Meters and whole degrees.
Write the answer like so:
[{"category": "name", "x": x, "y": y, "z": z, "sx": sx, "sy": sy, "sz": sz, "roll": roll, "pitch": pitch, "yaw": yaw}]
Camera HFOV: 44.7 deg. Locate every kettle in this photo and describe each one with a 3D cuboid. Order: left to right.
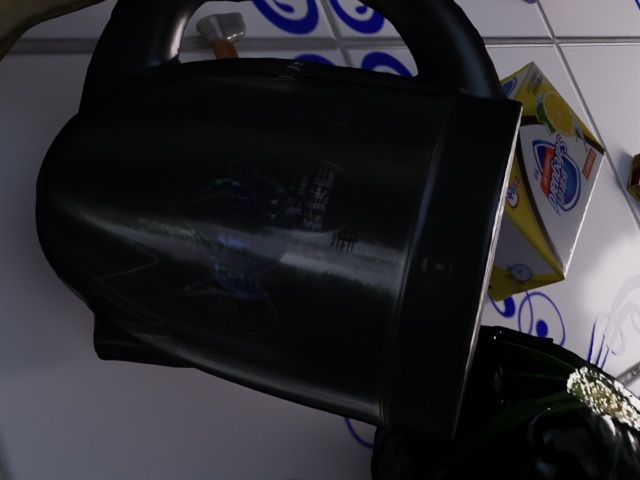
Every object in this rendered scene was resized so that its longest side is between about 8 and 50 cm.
[{"category": "kettle", "x": -0.037, "y": -0.050, "z": 0.538, "sx": 0.228, "sy": 0.324, "sz": 0.321, "roll": -24, "pitch": 124, "yaw": -74}]

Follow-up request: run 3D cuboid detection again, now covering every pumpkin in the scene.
[{"category": "pumpkin", "x": 0.169, "y": 0.228, "z": 0.670, "sx": 0.295, "sy": 0.296, "sz": 0.296, "roll": 18, "pitch": 59, "yaw": -33}]

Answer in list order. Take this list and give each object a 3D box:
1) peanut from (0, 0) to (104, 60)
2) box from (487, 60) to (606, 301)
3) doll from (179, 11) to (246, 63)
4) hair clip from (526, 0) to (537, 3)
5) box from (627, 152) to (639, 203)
[{"category": "peanut", "x": -0.206, "y": -0.194, "z": 0.503, "sx": 0.120, "sy": 0.298, "sz": 0.136, "roll": 61, "pitch": 5, "yaw": 7}, {"category": "box", "x": 0.237, "y": -0.077, "z": 0.943, "sx": 0.168, "sy": 0.097, "sz": 0.265, "roll": 47, "pitch": 47, "yaw": -12}, {"category": "doll", "x": -0.078, "y": -0.119, "z": 0.711, "sx": 0.183, "sy": 0.085, "sz": 0.217, "roll": -20, "pitch": 66, "yaw": -45}, {"category": "hair clip", "x": 0.265, "y": -0.429, "z": 1.154, "sx": 0.278, "sy": 0.090, "sz": 0.137, "roll": 15, "pitch": 73, "yaw": -26}, {"category": "box", "x": 0.547, "y": -0.069, "z": 1.256, "sx": 0.133, "sy": 0.023, "sz": 0.090, "roll": 45, "pitch": 46, "yaw": -15}]
